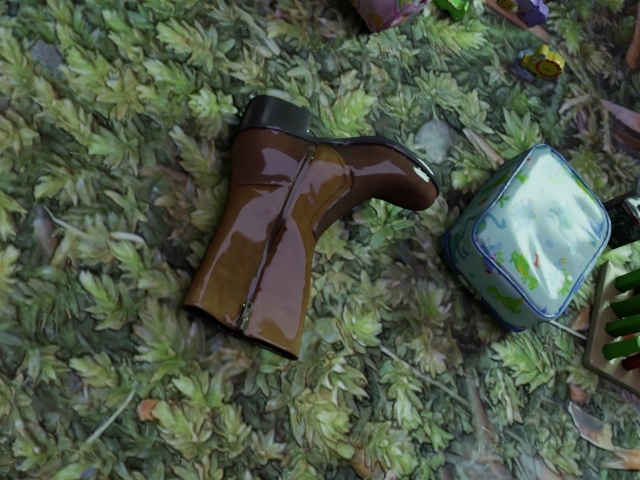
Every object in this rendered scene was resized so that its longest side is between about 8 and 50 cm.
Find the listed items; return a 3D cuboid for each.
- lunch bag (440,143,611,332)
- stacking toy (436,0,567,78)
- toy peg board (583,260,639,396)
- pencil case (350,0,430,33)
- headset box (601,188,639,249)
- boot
[{"bbox_3d":[0.269,-0.001,1.502,0.176,0.090,0.219,46,56,-9],"label":"lunch bag"},{"bbox_3d":[0.269,-0.350,1.646,0.221,0.052,0.167,31,60,-18],"label":"stacking toy"},{"bbox_3d":[0.452,0.123,1.579,0.161,0.079,0.161,29,61,-20],"label":"toy peg board"},{"bbox_3d":[0.040,-0.405,1.484,0.124,0.124,0.284,-37,95,-35],"label":"pencil case"},{"bbox_3d":[0.419,-0.029,1.608,0.062,0.083,0.032,52,56,-5],"label":"headset box"},{"bbox_3d":[0.000,0.000,1.334,0.264,0.096,0.280,24,63,-23],"label":"boot"}]
